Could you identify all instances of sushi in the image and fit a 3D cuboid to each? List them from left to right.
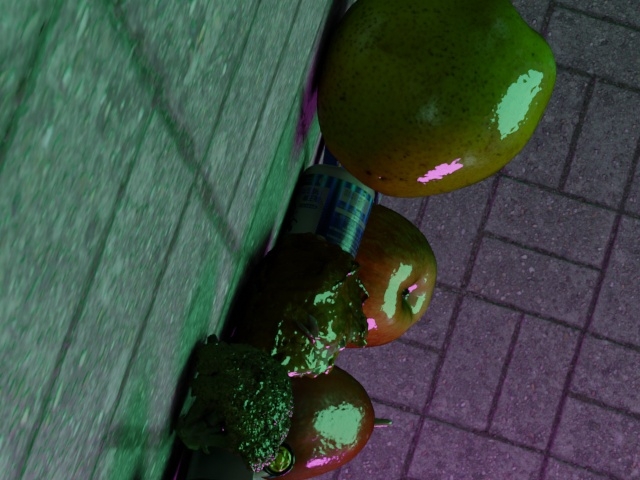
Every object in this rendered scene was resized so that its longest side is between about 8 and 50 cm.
[{"bbox_3d":[-0.027,0.098,1.400,0.296,0.166,0.179,-83,166,-72],"label":"sushi"}]

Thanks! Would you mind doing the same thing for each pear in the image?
[{"bbox_3d":[0.135,-0.187,1.439,0.294,0.294,0.294,18,90,-86],"label":"pear"}]

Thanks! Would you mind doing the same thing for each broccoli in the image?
[{"bbox_3d":[-0.084,0.160,1.134,0.120,0.131,0.130,-35,-163,8],"label":"broccoli"}]

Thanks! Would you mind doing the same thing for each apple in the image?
[{"bbox_3d":[0.088,0.067,2.164,0.309,0.250,0.278,-63,171,-53],"label":"apple"}]

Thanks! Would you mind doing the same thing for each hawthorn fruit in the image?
[{"bbox_3d":[-0.006,0.264,1.743,0.199,0.251,0.200,-176,-90,-67],"label":"hawthorn fruit"}]

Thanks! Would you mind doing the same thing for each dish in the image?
[{"bbox_3d":[-0.119,0.255,1.240,0.190,0.066,0.191,-165,-90,-79],"label":"dish"}]

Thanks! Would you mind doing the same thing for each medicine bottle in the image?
[{"bbox_3d":[0.000,0.000,1.604,0.107,0.107,0.192,95,13,-74],"label":"medicine bottle"}]

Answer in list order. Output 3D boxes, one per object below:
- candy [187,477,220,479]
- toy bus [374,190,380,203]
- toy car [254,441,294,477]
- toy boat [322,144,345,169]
[{"bbox_3d":[-0.126,0.303,1.076,0.271,0.143,0.101,105,-34,-56],"label":"candy"},{"bbox_3d":[0.094,-0.200,1.957,0.121,0.119,0.265,91,16,-78],"label":"toy bus"},{"bbox_3d":[-0.103,0.242,1.537,0.126,0.098,0.162,-171,-110,-67],"label":"toy car"},{"bbox_3d":[0.053,-0.161,1.780,0.129,0.088,0.295,-51,158,-80],"label":"toy boat"}]
